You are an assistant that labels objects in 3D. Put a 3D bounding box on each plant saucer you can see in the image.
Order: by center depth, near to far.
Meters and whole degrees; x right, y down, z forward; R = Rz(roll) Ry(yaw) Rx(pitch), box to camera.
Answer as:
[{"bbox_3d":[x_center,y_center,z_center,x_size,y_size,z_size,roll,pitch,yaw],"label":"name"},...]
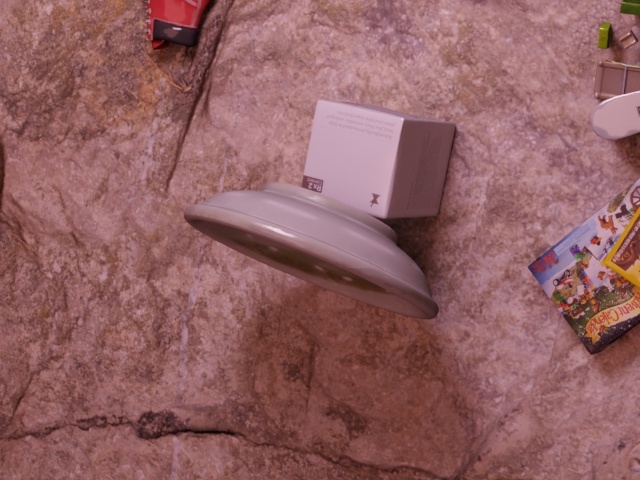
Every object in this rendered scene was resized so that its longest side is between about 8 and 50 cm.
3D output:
[{"bbox_3d":[0.000,0.000,1.866,0.400,0.400,0.101,19,82,28],"label":"plant saucer"}]

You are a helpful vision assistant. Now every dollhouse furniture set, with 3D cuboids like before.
[{"bbox_3d":[0.435,-0.270,1.797,0.076,0.058,0.152,11,117,22],"label":"dollhouse furniture set"}]

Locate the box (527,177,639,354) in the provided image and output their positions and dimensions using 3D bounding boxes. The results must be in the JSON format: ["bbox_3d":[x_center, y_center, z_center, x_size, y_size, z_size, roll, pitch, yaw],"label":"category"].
[{"bbox_3d":[0.432,0.031,1.797,0.233,0.044,0.159,-42,72,24],"label":"box"}]

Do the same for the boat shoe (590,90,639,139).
[{"bbox_3d":[0.485,-0.187,1.742,0.219,0.070,0.078,-9,91,25],"label":"boat shoe"}]

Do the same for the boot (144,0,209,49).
[{"bbox_3d":[-0.300,-0.431,2.183,0.244,0.088,0.176,29,107,22],"label":"boot"}]

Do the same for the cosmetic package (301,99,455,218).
[{"bbox_3d":[0.088,-0.122,1.911,0.151,0.183,0.151,15,100,28],"label":"cosmetic package"}]

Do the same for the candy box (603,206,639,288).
[{"bbox_3d":[0.484,-0.025,1.723,0.105,0.027,0.206,36,107,20],"label":"candy box"}]
